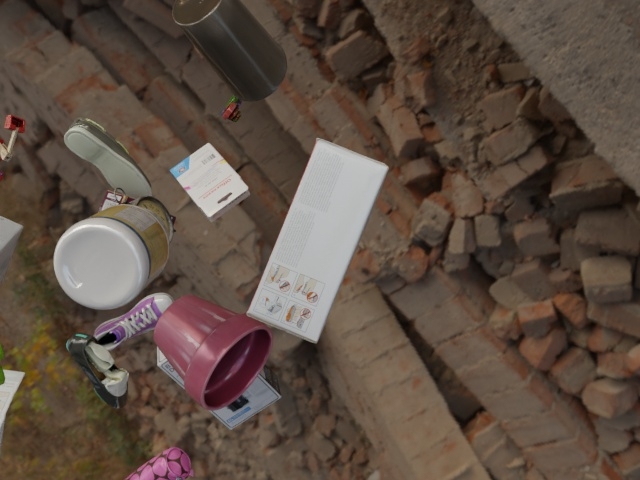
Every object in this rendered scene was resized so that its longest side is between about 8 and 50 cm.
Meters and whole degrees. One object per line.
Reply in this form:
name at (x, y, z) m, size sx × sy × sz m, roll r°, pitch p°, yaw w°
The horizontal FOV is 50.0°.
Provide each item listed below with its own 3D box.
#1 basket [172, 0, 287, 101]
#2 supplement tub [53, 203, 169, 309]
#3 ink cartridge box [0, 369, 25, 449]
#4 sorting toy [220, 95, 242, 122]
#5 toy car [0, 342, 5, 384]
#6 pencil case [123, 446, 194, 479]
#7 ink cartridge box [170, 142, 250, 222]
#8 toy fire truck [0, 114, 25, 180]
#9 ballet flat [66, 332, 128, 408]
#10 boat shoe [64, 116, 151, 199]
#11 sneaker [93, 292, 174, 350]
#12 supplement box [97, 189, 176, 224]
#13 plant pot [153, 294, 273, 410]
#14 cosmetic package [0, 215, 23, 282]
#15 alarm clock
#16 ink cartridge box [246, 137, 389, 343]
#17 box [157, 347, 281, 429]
basket at (-0.197, -0.435, 1.467) m, size 0.204 × 0.154 × 0.227 m, roll 57°, pitch -172°, yaw 35°
supplement tub at (-0.330, 0.019, 1.119) m, size 0.145 × 0.199 × 0.144 m, roll 0°, pitch 102°, yaw 1°
ink cartridge box at (-0.924, 0.483, 1.657) m, size 0.309 × 0.384 × 0.091 m, roll 6°, pitch 135°, yaw 0°
sorting toy at (-0.209, -0.317, 1.674) m, size 0.042 × 0.102 × 0.061 m, roll 36°, pitch 124°, yaw -19°
toy car at (-0.732, 0.213, 1.340) m, size 0.188 × 0.155 × 0.148 m, roll 44°, pitch 134°, yaw 29°
pencil case at (-0.438, 0.638, 1.834) m, size 0.209 × 0.095 × 0.098 m, roll -35°, pitch 122°, yaw 25°
ink cartridge box at (-0.221, -0.111, 1.425) m, size 0.181 × 0.104 × 0.061 m, roll 47°, pitch 171°, yaw 37°
toy fire truck at (-0.917, -0.257, 1.975) m, size 0.135 × 0.047 × 0.191 m, roll -2°, pitch 78°, yaw 36°
ballet flat at (-0.616, 0.377, 1.963) m, size 0.096 × 0.095 × 0.280 m, roll -13°, pitch 122°, yaw 29°
boat shoe at (-0.609, -0.240, 2.019) m, size 0.109 × 0.091 × 0.305 m, roll -29°, pitch 126°, yaw 24°
sneaker at (-0.592, 0.270, 2.181) m, size 0.102 × 0.282 × 0.161 m, roll 59°, pitch 176°, yaw -9°
supplement box at (-0.529, -0.071, 1.989) m, size 0.104 × 0.080 × 0.188 m, roll 17°, pitch 174°, yaw 43°
plant pot at (-0.227, 0.209, 1.377) m, size 0.180 × 0.201 × 0.201 m, roll 31°, pitch 136°, yaw 24°
cosmetic package at (-0.961, 0.068, 1.900) m, size 0.138 × 0.224 × 0.224 m, roll 26°, pitch 116°, yaw -14°
alarm clock at (-0.419, -0.049, 1.602) m, size 0.064 × 0.129 × 0.192 m, roll -16°, pitch 127°, yaw 25°
ink cartridge box at (0.000, 0.000, 1.221) m, size 0.130 × 0.272 × 0.309 m, roll 22°, pitch 91°, yaw 2°
box at (-0.248, 0.322, 1.696) m, size 0.169 × 0.087 × 0.290 m, roll -33°, pitch 121°, yaw 7°
